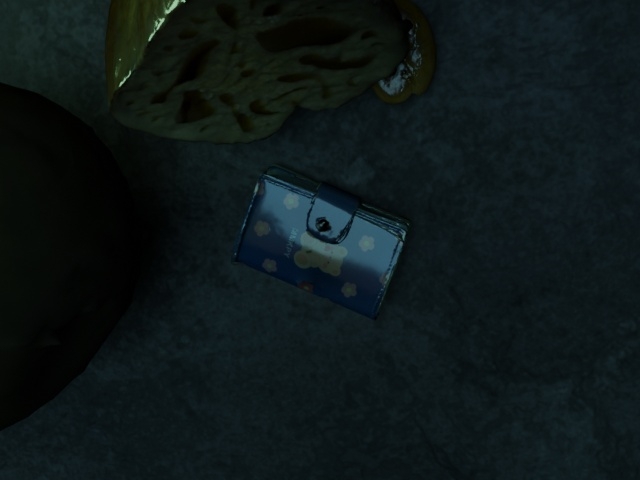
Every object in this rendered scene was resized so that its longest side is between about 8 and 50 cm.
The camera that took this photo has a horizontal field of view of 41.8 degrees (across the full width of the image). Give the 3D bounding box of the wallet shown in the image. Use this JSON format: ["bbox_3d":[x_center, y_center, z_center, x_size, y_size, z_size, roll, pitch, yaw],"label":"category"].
[{"bbox_3d":[-0.001,0.000,1.037,0.202,0.059,0.141,22,106,7],"label":"wallet"}]

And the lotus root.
[{"bbox_3d":[-0.076,-0.246,0.894,0.316,0.316,0.250,-24,61,17],"label":"lotus root"}]

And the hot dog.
[{"bbox_3d":[0.084,-0.230,0.963,0.089,0.060,0.140,-20,106,12],"label":"hot dog"}]

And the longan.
[{"bbox_3d":[-0.403,0.022,0.915,0.435,0.404,0.404,-16,104,-29],"label":"longan"}]
